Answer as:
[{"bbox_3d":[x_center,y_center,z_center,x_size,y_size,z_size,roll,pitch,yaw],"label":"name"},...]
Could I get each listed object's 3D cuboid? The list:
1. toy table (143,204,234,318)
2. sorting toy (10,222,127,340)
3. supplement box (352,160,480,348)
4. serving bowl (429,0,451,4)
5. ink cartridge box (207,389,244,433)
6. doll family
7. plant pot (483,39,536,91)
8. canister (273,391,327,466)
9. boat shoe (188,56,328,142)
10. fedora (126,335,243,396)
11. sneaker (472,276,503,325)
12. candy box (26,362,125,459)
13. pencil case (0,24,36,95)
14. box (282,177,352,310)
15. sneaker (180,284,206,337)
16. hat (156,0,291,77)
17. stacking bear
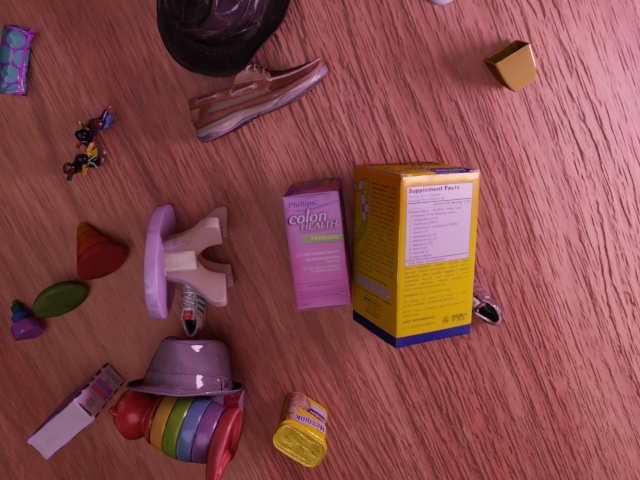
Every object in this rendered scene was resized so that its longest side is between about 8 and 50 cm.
[{"bbox_3d":[-0.286,0.040,1.360,0.161,0.252,0.274,-4,67,-1],"label":"toy table"},{"bbox_3d":[-0.629,0.088,1.471,0.365,0.127,0.126,-41,69,14],"label":"sorting toy"},{"bbox_3d":[0.196,0.019,1.310,0.194,0.195,0.356,-6,105,-25],"label":"supplement box"},{"bbox_3d":[0.256,-0.541,1.289,0.083,0.027,0.083,1,104,3],"label":"serving bowl"},{"bbox_3d":[-0.286,0.436,1.531,0.175,0.072,0.127,5,103,2],"label":"ink cartridge box"},{"bbox_3d":[-0.515,-0.217,1.368,0.076,0.111,0.193,17,103,-1],"label":"doll family"},{"bbox_3d":[0.411,-0.365,1.298,0.081,0.081,0.083,-31,112,10],"label":"plant pot"},{"bbox_3d":[-0.044,0.446,1.469,0.126,0.170,0.073,33,103,-5],"label":"canister"},{"bbox_3d":[-0.142,-0.324,1.319,0.324,0.123,0.116,-24,99,7],"label":"boat shoe"},{"bbox_3d":[-0.303,0.288,1.422,0.244,0.275,0.124,-1,78,32],"label":"fedora"},{"bbox_3d":[0.353,0.126,1.420,0.188,0.071,0.066,37,103,-6],"label":"sneaker"},{"bbox_3d":[-0.583,0.406,1.477,0.165,0.196,0.070,-40,99,12],"label":"candy box"},{"bbox_3d":[-0.677,-0.399,1.359,0.070,0.064,0.151,19,105,15],"label":"pencil case"},{"bbox_3d":[0.000,0.000,1.338,0.117,0.213,0.243,-7,102,5],"label":"box"},{"bbox_3d":[-0.305,0.155,1.463,0.057,0.075,0.161,2,104,3],"label":"sneaker"},{"bbox_3d":[-0.228,-0.507,1.237,0.331,0.134,0.331,0,91,21],"label":"hat"},{"bbox_3d":[-0.341,0.426,1.420,0.289,0.175,0.164,14,104,7],"label":"stacking bear"}]
